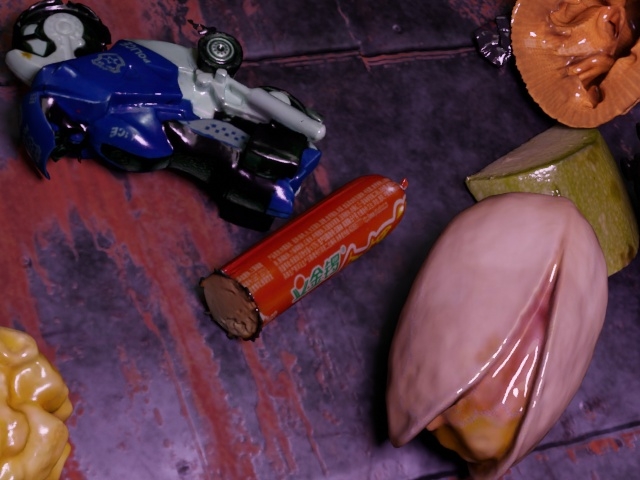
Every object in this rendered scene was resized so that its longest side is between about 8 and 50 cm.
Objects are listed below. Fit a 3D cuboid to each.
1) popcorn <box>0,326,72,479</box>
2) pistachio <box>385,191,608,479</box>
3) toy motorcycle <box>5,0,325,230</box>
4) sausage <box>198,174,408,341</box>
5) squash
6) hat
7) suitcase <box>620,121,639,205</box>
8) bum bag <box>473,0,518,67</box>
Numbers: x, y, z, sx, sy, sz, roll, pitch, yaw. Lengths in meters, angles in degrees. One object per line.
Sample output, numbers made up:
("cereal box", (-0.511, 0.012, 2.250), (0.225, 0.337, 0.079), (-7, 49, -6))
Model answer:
("popcorn", (-0.301, 0.157, 1.012), (0.226, 0.203, 0.200), (-6, 56, -14))
("pistachio", (0.175, 0.083, 1.254), (0.188, 0.187, 0.299), (27, 58, -4))
("toy motorcycle", (-0.162, -0.120, 1.294), (0.331, 0.125, 0.196), (23, 56, -3))
("sausage", (0.000, 0.000, 1.303), (0.264, 0.083, 0.083), (-35, 77, -35))
("squash", (0.286, -0.054, 1.446), (0.192, 0.085, 0.184), (-32, 75, -32))
("hat", (0.382, -0.233, 1.568), (0.233, 0.234, 0.244), (13, 69, -54))
("suitcase", (0.484, 0.011, 1.374), (0.230, 0.152, 0.335), (-20, 76, 0))
("bum bag", (0.232, -0.252, 1.578), (0.124, 0.034, 0.058), (-35, 85, -34))
